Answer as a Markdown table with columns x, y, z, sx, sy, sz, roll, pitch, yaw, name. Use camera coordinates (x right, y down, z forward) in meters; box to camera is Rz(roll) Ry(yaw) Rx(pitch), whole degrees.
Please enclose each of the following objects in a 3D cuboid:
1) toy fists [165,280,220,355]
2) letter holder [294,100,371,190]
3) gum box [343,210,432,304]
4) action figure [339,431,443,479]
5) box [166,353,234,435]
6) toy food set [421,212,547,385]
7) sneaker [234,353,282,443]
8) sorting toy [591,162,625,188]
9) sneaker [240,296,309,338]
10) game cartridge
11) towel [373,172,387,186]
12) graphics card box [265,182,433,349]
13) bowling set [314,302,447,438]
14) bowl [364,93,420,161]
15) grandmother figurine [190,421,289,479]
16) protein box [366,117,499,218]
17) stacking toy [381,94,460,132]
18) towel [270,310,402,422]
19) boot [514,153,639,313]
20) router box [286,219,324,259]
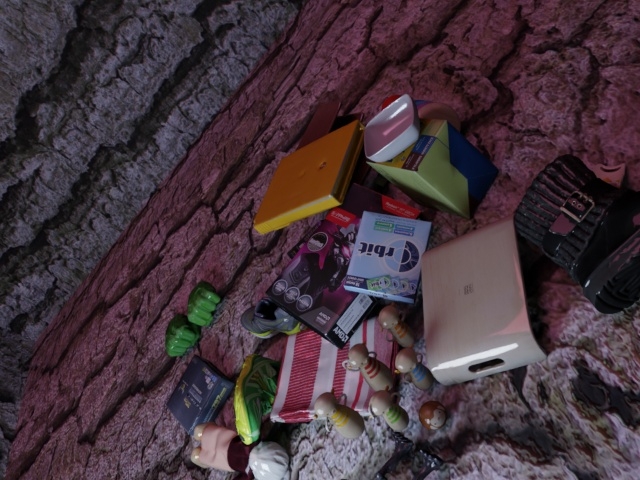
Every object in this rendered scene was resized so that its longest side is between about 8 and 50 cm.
| x | y | z | sx | sy | sz | roll | pitch | yaw | name |
| --- | --- | --- | --- | --- | --- | --- | --- | --- | --- |
| -0.439 | 0.274 | 2.114 | 0.279 | 0.096 | 0.142 | -53 | 20 | 9 | toy fists |
| 0.045 | -0.261 | 1.876 | 0.214 | 0.152 | 0.301 | 6 | 66 | 55 | letter holder |
| 0.150 | 0.036 | 1.360 | 0.157 | 0.041 | 0.184 | 11 | 71 | 16 | gum box |
| 0.099 | 0.480 | 1.091 | 0.164 | 0.141 | 0.275 | 21 | 78 | 48 | action figure |
| -0.365 | 0.463 | 1.854 | 0.233 | 0.059 | 0.183 | 16 | 76 | 59 | box |
| 0.315 | 0.111 | 1.204 | 0.220 | 0.092 | 0.306 | -27 | 48 | 37 | toy food set |
| -0.143 | 0.373 | 1.512 | 0.295 | 0.124 | 0.109 | -84 | -4 | -65 | sneaker |
| 0.529 | -0.115 | 1.144 | 0.083 | 0.045 | 0.075 | 5 | 55 | 47 | sorting toy |
| -0.143 | 0.203 | 1.722 | 0.300 | 0.121 | 0.111 | -13 | 51 | 50 | sneaker |
| -0.033 | -0.166 | 1.690 | 0.324 | 0.053 | 0.285 | -20 | 39 | 44 | game cartridge |
| 0.187 | -0.192 | 1.741 | 0.083 | 0.009 | 0.060 | -55 | 31 | 3 | towel |
| 0.067 | 0.050 | 1.481 | 0.233 | 0.094 | 0.371 | 30 | 76 | 41 | graphics card box |
| 0.145 | 0.268 | 1.180 | 0.200 | 0.154 | 0.287 | 13 | 64 | 42 | bowling set |
| 0.166 | -0.243 | 1.375 | 0.142 | 0.053 | 0.142 | -36 | 34 | 31 | bowl |
| -0.200 | 0.522 | 1.531 | 0.343 | 0.104 | 0.207 | -6 | 84 | 50 | grandmother figurine |
| 0.257 | -0.173 | 1.431 | 0.136 | 0.200 | 0.201 | -58 | 29 | -4 | protein box |
| 0.246 | -0.332 | 1.680 | 0.141 | 0.141 | 0.330 | -51 | 26 | 8 | stacking toy |
| 0.031 | 0.291 | 1.412 | 0.329 | 0.037 | 0.237 | -16 | 47 | 33 | towel |
| 0.506 | -0.075 | 1.024 | 0.348 | 0.131 | 0.260 | -45 | 37 | 19 | boot |
| 0.000 | 0.000 | 1.680 | 0.133 | 0.046 | 0.179 | -45 | -13 | 20 | router box |
